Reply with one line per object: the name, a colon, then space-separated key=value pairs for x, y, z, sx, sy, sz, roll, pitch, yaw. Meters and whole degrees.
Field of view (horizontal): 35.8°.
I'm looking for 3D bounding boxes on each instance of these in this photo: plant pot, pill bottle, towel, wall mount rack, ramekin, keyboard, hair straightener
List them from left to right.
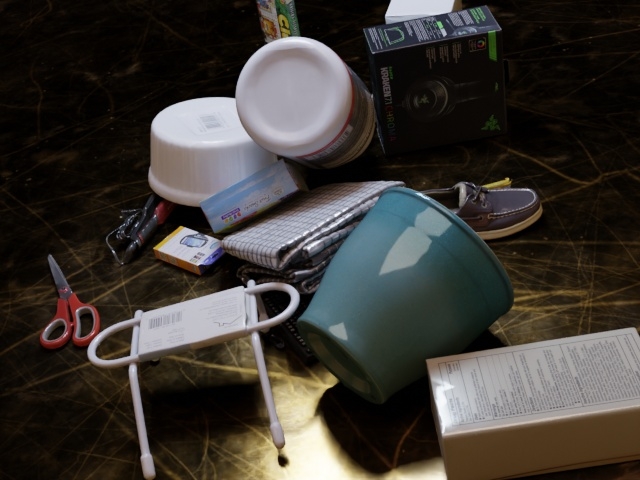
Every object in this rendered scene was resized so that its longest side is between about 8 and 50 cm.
hair straightener: x=-0.365 y=-0.033 z=1.996 sx=0.089 sy=0.047 sz=0.230 roll=5 pitch=44 yaw=20
wall mount rack: x=-0.184 y=0.201 z=1.557 sx=0.350 sy=0.130 sz=0.304 roll=-15 pitch=33 yaw=3
ramekin: x=-0.220 y=-0.191 z=2.043 sx=0.277 sy=0.135 sz=0.277 roll=1 pitch=31 yaw=0
keyboard: x=-0.046 y=0.145 z=1.686 sx=0.108 sy=0.023 sz=0.180 roll=-25 pitch=38 yaw=-17
pill bottle: x=-0.012 y=-0.245 z=1.869 sx=0.210 sy=0.210 sz=0.363 roll=-2 pitch=-2 yaw=12
towel: x=0.000 y=0.000 z=1.732 sx=0.283 sy=0.121 sz=0.235 roll=-31 pitch=18 yaw=-26
plant pot: x=0.112 y=0.102 z=1.522 sx=0.255 sy=0.272 sz=0.271 roll=-45 pitch=47 yaw=-18

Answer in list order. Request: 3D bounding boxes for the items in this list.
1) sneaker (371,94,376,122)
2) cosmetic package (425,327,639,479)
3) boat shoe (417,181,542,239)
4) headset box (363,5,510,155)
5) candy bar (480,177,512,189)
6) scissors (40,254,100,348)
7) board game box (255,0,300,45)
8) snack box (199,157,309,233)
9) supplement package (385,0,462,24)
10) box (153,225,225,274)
sneaker: x=0.201 y=-0.313 z=2.190 sx=0.188 sy=0.071 sz=0.066 roll=-16 pitch=37 yaw=-7
cosmetic package: x=0.315 y=0.234 z=1.399 sx=0.309 sy=0.113 sz=0.160 roll=-9 pitch=36 yaw=3
boat shoe: x=0.264 y=-0.060 z=1.818 sx=0.285 sy=0.092 sz=0.103 roll=-8 pitch=36 yaw=5
headset box: x=0.249 y=-0.331 z=2.058 sx=0.283 sy=0.246 sz=0.131 roll=-10 pitch=36 yaw=-1
candy bar: x=0.291 y=-0.084 z=1.889 sx=0.161 sy=0.040 sz=0.018 roll=-15 pitch=27 yaw=-6
scissors: x=-0.466 y=0.104 z=1.854 sx=0.109 sy=0.021 sz=0.297 roll=-15 pitch=36 yaw=-2
board game box: x=-0.096 y=-0.502 z=2.360 sx=0.030 sy=0.260 sz=0.136 roll=-32 pitch=41 yaw=-27
snack box: x=-0.117 y=-0.080 z=1.844 sx=0.174 sy=0.070 sz=0.207 roll=-27 pitch=0 yaw=6
supplement package: x=0.244 y=-0.466 z=2.273 sx=0.149 sy=0.203 sz=0.194 roll=1 pitch=38 yaw=16
box: x=-0.244 y=0.021 z=1.899 sx=0.136 sy=0.028 sz=0.081 roll=21 pitch=47 yaw=32
